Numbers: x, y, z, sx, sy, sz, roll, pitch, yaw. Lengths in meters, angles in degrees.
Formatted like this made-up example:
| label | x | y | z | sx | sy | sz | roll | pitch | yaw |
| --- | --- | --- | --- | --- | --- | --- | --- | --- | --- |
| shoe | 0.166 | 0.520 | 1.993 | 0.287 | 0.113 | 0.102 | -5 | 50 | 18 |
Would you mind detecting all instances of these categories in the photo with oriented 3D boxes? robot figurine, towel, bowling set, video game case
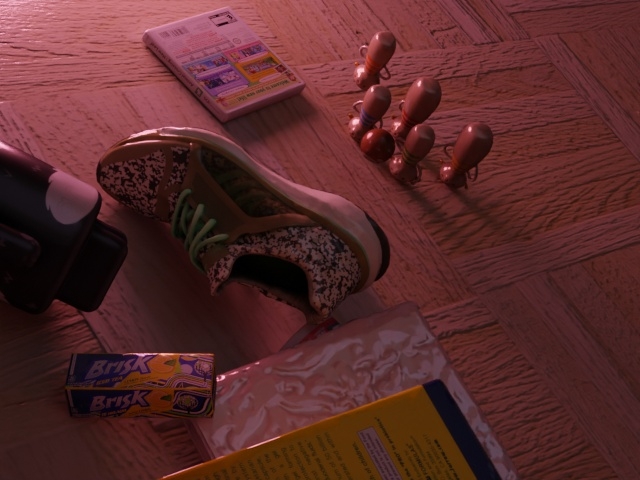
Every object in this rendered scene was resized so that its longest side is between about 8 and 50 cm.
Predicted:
| label | x | y | z | sx | sy | sz | roll | pitch | yaw |
| --- | --- | --- | --- | --- | --- | --- | --- | --- | --- |
| robot figurine | -0.371 | -0.017 | 1.660 | 0.278 | 0.209 | 0.173 | 28 | 55 | -12 |
| towel | 0.042 | 0.253 | 1.661 | 0.332 | 0.053 | 0.317 | -20 | 63 | -22 |
| bowling set | 0.110 | -0.174 | 2.242 | 0.200 | 0.154 | 0.287 | -35 | 76 | -32 |
| video game case | -0.150 | -0.282 | 2.222 | 0.193 | 0.023 | 0.212 | 46 | 38 | 13 |

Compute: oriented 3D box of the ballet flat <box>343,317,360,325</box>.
| label | x | y | z | sx | sy | sz | roll | pitch | yaw |
| --- | --- | --- | --- | --- | --- | --- | --- | --- | --- |
| ballet flat | 0.119 | 0.204 | 1.901 | 0.250 | 0.058 | 0.084 | 42 | 73 | 16 |

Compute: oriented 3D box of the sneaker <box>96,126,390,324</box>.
| label | x | y | z | sx | sy | sz | roll | pitch | yaw |
| --- | --- | --- | --- | --- | --- | --- | --- | --- | --- |
| sneaker | -0.122 | -0.014 | 1.807 | 0.410 | 0.158 | 0.182 | 21 | 41 | 13 |

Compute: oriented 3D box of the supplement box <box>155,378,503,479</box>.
| label | x | y | z | sx | sy | sz | roll | pitch | yaw |
| --- | --- | --- | --- | --- | --- | --- | --- | --- | --- |
| supplement box | 0.001 | 0.321 | 1.453 | 0.357 | 0.194 | 0.195 | -18 | 57 | -20 |

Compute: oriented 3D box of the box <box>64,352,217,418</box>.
| label | x | y | z | sx | sy | sz | roll | pitch | yaw |
| --- | --- | --- | --- | --- | --- | --- | --- | --- | --- |
| box | -0.207 | 0.168 | 1.625 | 0.169 | 0.054 | 0.059 | 0 | 43 | 2 |

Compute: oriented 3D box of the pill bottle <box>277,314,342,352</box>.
| label | x | y | z | sx | sy | sz | roll | pitch | yaw |
| --- | --- | --- | --- | --- | --- | --- | --- | --- | --- |
| pill bottle | 0.032 | 0.190 | 1.798 | 0.180 | 0.108 | 0.108 | 44 | 38 | 11 |
